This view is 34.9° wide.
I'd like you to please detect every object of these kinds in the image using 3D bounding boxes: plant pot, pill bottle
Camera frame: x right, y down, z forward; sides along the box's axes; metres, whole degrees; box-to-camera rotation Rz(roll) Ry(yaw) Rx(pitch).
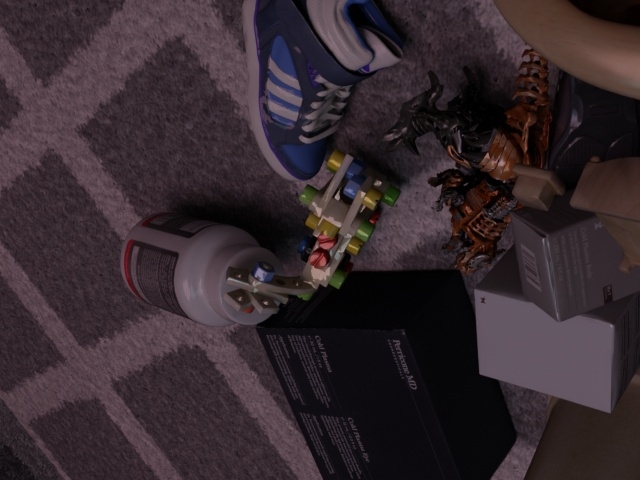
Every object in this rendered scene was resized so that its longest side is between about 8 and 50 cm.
[{"bbox_3d":[0.421,0.363,1.441,0.334,0.305,0.333,21,132,26],"label":"plant pot"},{"bbox_3d":[-0.203,0.053,1.771,0.318,0.176,0.176,13,129,52],"label":"pill bottle"}]

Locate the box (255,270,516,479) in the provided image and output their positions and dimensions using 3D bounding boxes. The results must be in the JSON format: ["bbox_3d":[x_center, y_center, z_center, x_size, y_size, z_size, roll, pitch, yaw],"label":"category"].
[{"bbox_3d":[0.112,0.239,1.698,0.313,0.179,0.343,-1,119,41],"label":"box"}]

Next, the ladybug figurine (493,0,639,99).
[{"bbox_3d":[0.392,-0.273,1.050,0.449,0.162,0.305,20,87,26],"label":"ladybug figurine"}]

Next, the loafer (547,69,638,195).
[{"bbox_3d":[0.345,-0.165,1.292,0.109,0.095,0.302,0,130,4],"label":"loafer"}]

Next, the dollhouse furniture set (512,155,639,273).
[{"bbox_3d":[0.442,-0.033,1.123,0.356,0.173,0.303,17,166,37],"label":"dollhouse furniture set"}]

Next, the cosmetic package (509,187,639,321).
[{"bbox_3d":[0.364,-0.006,1.258,0.107,0.238,0.127,-130,21,-65],"label":"cosmetic package"}]

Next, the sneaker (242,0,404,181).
[{"bbox_3d":[0.016,-0.224,1.469,0.236,0.130,0.322,11,121,39],"label":"sneaker"}]

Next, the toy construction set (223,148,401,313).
[{"bbox_3d":[0.000,0.000,1.564,0.151,0.215,0.327,43,115,-1],"label":"toy construction set"}]

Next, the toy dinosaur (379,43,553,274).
[{"bbox_3d":[0.225,-0.118,1.331,0.218,0.164,0.322,40,104,34],"label":"toy dinosaur"}]

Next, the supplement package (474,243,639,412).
[{"bbox_3d":[0.342,0.094,1.383,0.194,0.203,0.149,14,128,32],"label":"supplement package"}]
